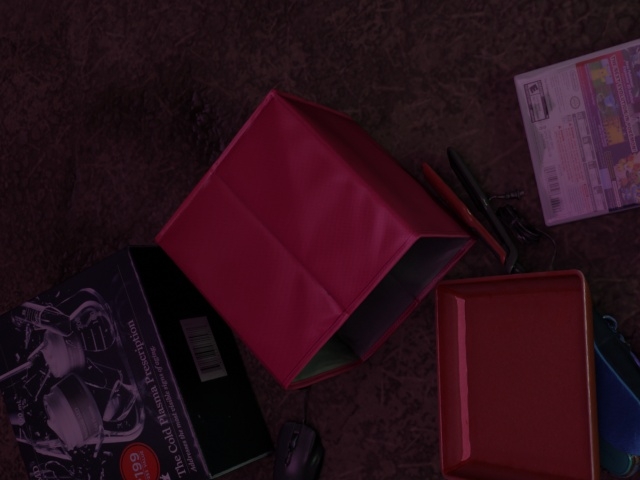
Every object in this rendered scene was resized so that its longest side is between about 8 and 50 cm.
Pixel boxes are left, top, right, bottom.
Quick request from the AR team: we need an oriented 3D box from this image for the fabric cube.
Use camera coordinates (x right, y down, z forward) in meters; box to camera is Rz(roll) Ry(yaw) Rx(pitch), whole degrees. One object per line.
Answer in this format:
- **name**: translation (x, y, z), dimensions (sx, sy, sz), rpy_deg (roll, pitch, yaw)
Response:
- **fabric cube**: translation (0.000, 0.000, 1.155), dimensions (0.258, 0.254, 0.259), rpy_deg (45, 108, 17)

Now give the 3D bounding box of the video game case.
- **video game case**: translation (0.351, -0.134, 1.115), dimensions (0.183, 0.023, 0.201), rpy_deg (-13, 83, 25)

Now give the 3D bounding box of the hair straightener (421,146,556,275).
- **hair straightener**: translation (0.227, -0.039, 1.141), dimensions (0.089, 0.047, 0.230), rpy_deg (-33, 59, -6)

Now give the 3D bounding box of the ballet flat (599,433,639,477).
- **ballet flat**: translation (0.316, 0.224, 1.107), dimensions (0.188, 0.070, 0.070), rpy_deg (39, 106, 35)

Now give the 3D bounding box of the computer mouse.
- **computer mouse**: translation (-0.029, 0.255, 1.288), dimensions (0.071, 0.041, 0.242), rpy_deg (7, 93, 26)

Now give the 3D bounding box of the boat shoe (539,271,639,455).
- **boat shoe**: translation (0.328, 0.152, 1.085), dimensions (0.109, 0.089, 0.258), rpy_deg (-48, 48, 33)

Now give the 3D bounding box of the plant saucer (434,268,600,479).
- **plant saucer**: translation (0.240, 0.171, 1.087), dimensions (0.258, 0.048, 0.259), rpy_deg (-10, 79, 58)

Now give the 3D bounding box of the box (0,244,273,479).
- **box**: translation (-0.291, 0.222, 1.338), dimensions (0.313, 0.179, 0.343), rpy_deg (-27, 79, 25)
